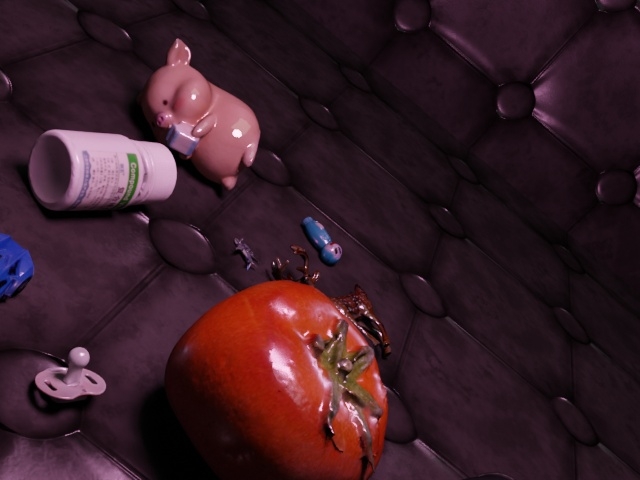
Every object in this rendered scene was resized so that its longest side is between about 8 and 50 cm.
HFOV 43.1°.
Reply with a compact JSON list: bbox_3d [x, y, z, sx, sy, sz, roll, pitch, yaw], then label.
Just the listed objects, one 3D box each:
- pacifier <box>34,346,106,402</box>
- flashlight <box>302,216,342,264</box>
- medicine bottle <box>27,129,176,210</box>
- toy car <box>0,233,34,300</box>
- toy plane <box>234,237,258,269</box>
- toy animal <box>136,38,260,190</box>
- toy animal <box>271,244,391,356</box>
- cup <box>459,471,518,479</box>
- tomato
[{"bbox_3d":[-0.338,0.179,1.102,0.081,0.078,0.099,32,20,33],"label":"pacifier"},{"bbox_3d":[0.000,0.000,1.829,0.051,0.051,0.129,1,42,-51],"label":"flashlight"},{"bbox_3d":[-0.377,-0.120,1.423,0.139,0.139,0.237,53,28,21],"label":"medicine bottle"},{"bbox_3d":[-0.479,0.056,1.113,0.103,0.063,0.216,39,27,-5],"label":"toy car"},{"bbox_3d":[-0.151,0.022,1.622,0.078,0.024,0.084,36,21,-52],"label":"toy plane"},{"bbox_3d":[-0.264,-0.249,1.719,0.256,0.195,0.213,33,36,-21],"label":"toy animal"},{"bbox_3d":[0.027,0.133,1.655,0.260,0.087,0.243,53,16,25],"label":"toy animal"},{"bbox_3d":[0.255,0.468,1.370,0.223,0.169,0.176,20,11,31],"label":"cup"},{"bbox_3d":[-0.060,0.234,1.180,0.341,0.272,0.341,42,29,-30],"label":"tomato"}]
